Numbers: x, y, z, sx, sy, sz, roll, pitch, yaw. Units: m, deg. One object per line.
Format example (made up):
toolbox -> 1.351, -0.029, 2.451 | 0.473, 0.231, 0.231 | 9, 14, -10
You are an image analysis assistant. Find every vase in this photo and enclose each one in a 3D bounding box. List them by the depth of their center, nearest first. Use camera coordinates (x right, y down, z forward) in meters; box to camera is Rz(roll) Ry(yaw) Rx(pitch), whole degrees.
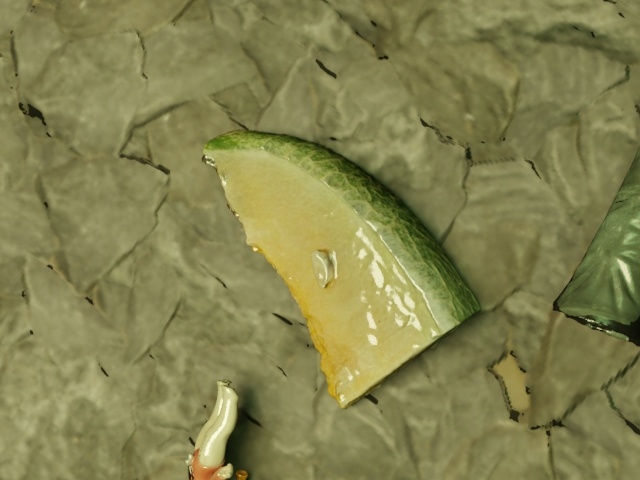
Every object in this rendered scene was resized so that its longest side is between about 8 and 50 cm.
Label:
vase -> 0.189, -0.026, 0.999 | 0.059, 0.059, 0.167 | 22, 87, 9

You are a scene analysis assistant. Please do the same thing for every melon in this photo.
melon -> 0.007, -0.002, 1.034 | 0.098, 0.054, 0.182 | -33, 80, 18

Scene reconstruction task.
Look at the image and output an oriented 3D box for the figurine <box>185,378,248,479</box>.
figurine -> -0.059, 0.136, 1.015 | 0.047, 0.064, 0.109 | 10, 95, -13
